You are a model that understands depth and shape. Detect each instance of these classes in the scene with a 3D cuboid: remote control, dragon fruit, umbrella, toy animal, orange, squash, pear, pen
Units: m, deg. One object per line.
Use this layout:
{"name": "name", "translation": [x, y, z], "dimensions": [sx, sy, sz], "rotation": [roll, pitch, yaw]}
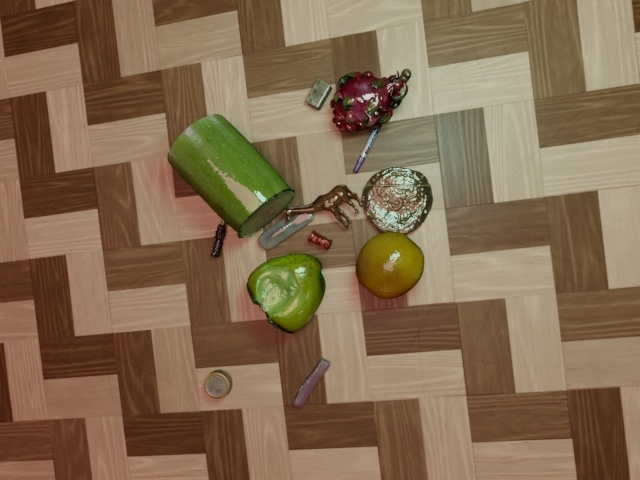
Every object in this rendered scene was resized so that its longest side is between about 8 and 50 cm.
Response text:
{"name": "remote control", "translation": [-0.132, -0.047, 1.676], "dimensions": [0.229, 0.044, 0.073], "rotation": [-34, 84, 8]}
{"name": "dragon fruit", "translation": [0.169, -0.474, 1.556], "dimensions": [0.273, 0.218, 0.198], "rotation": [0, 136, 5]}
{"name": "umbrella", "translation": [-0.384, -0.007, 1.720], "dimensions": [0.040, 0.037, 0.143], "rotation": [14, 95, -13]}
{"name": "toy animal", "translation": [0.010, -0.117, 1.635], "dimensions": [0.230, 0.066, 0.224], "rotation": [34, 96, -3]}
{"name": "orange", "translation": [0.234, 0.083, 1.538], "dimensions": [0.236, 0.236, 0.236], "rotation": [0, 91, 9]}
{"name": "squash", "translation": [-0.310, -0.221, 1.593], "dimensions": [0.263, 0.263, 0.384], "rotation": [-44, 85, 7]}
{"name": "pear", "translation": [-0.099, 0.167, 1.622], "dimensions": [0.293, 0.159, 0.292], "rotation": [0, 89, 7]}
{"name": "pen", "translation": [0.170, -0.337, 1.631], "dimensions": [0.025, 0.025, 0.204], "rotation": [27, 96, 7]}

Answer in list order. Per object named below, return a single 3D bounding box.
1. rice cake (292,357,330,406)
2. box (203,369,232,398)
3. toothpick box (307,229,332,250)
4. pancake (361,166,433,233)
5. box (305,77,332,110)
{"name": "rice cake", "translation": [-0.034, 0.525, 1.679], "dimensions": [0.047, 0.036, 0.206], "rotation": [35, 95, 2]}
{"name": "box", "translation": [-0.390, 0.548, 1.736], "dimensions": [0.106, 0.037, 0.105], "rotation": [0, 92, 8]}
{"name": "toothpick box", "translation": [0.000, 0.000, 1.655], "dimensions": [0.083, 0.047, 0.047], "rotation": [27, 95, 8]}
{"name": "pancake", "translation": [0.271, -0.139, 1.611], "dimensions": [0.250, 0.031, 0.250], "rotation": [0, 90, 6]}
{"name": "box", "translation": [-0.006, -0.527, 1.645], "dimensions": [0.062, 0.045, 0.098], "rotation": [29, 97, 8]}
